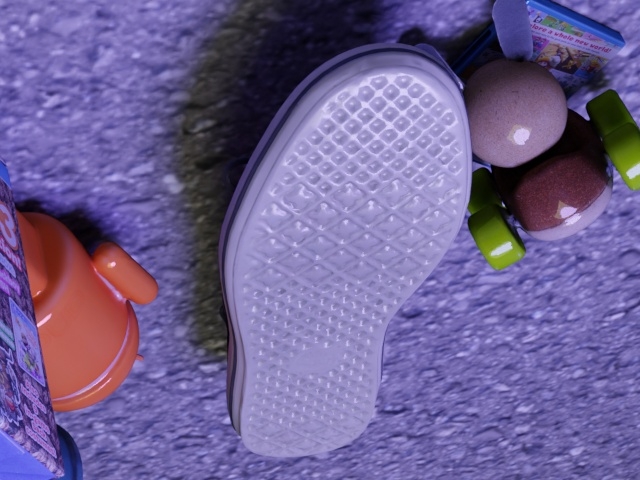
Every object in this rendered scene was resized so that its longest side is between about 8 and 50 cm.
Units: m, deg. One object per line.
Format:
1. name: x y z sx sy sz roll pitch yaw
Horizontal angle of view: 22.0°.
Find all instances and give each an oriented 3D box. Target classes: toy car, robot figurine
1. toy car: 0.155 -0.102 1.322 0.155 0.149 0.188 -31 113 12
2. robot figurine: -0.231 0.062 1.364 0.158 0.128 0.219 -55 146 -16

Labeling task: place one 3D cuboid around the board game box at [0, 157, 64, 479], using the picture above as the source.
1. board game box: -0.337 0.062 1.180 0.232 0.291 0.141 -23 144 8

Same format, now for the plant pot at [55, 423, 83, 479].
1. plant pot: -0.388 0.206 1.396 0.271 0.272 0.255 -34 125 20

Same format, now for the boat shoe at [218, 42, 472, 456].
1. boat shoe: 0.000 0.000 1.352 0.186 0.156 0.500 -2 145 -10

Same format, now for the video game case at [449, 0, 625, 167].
1. video game case: 0.157 -0.130 1.371 0.119 0.015 0.166 17 131 -37
